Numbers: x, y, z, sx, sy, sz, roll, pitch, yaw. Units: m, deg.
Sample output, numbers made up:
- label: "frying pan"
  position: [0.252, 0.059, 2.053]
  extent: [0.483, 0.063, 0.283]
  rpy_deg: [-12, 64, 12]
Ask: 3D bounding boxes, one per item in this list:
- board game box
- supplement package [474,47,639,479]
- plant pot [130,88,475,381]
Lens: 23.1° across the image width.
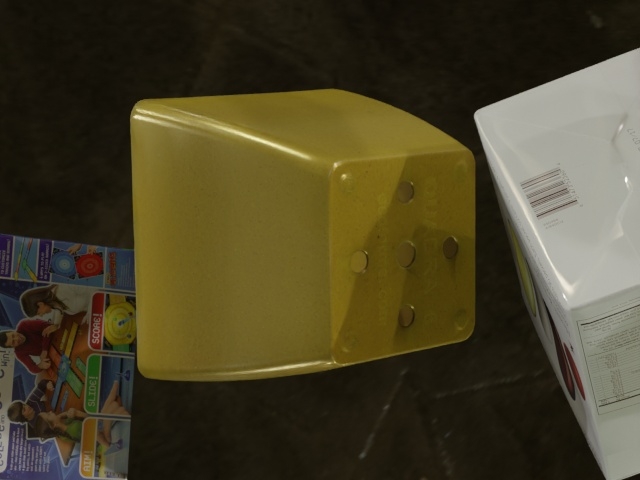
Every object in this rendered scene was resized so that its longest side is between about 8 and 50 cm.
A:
- label: "board game box"
  position: [-0.223, 0.100, 1.295]
  extent: [0.035, 0.136, 0.201]
  rpy_deg: [-19, 66, 62]
- label: "supplement package"
  position: [0.218, 0.016, 1.067]
  extent: [0.149, 0.203, 0.194]
  rpy_deg: [-20, 46, 2]
- label: "plant pot"
  position: [0.000, 0.000, 1.165]
  extent: [0.187, 0.212, 0.212]
  rpy_deg: [9, 103, 49]
